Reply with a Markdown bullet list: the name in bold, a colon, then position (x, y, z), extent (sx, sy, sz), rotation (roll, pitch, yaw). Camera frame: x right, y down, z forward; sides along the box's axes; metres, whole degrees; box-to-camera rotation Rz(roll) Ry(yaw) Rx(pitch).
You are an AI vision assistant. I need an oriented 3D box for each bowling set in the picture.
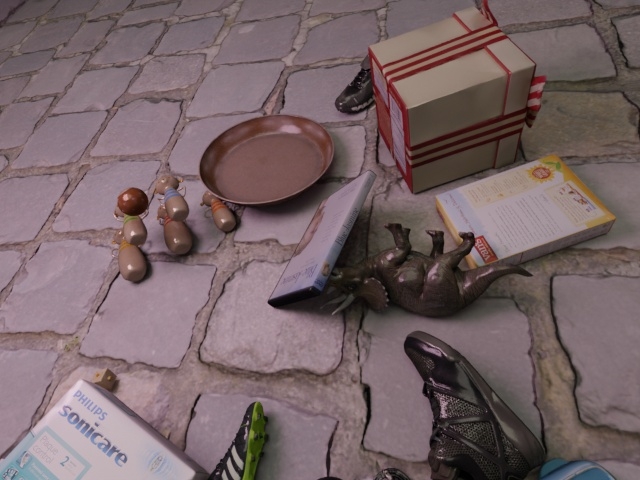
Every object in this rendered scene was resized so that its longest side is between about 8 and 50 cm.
- **bowling set**: position (-0.337, -0.070, 0.863), extent (0.286, 0.200, 0.154), rotation (-28, 52, -10)

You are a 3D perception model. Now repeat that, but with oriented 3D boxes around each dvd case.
- **dvd case**: position (0.000, 0.000, 0.748), extent (0.180, 0.022, 0.253), rotation (-26, 32, 57)

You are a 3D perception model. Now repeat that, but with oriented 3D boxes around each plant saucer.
- **plant saucer**: position (-0.121, -0.181, 0.950), extent (0.310, 0.050, 0.311), rotation (-4, 51, 5)

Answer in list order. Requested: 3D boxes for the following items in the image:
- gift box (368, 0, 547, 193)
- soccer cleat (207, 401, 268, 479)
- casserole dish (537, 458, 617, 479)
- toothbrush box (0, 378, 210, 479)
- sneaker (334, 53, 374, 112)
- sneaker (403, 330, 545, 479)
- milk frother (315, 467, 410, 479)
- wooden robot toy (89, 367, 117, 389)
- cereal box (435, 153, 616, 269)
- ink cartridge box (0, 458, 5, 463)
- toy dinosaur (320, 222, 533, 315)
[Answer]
- **gift box**: position (0.256, -0.277, 0.797), extent (0.257, 0.276, 0.255), rotation (-18, 58, 1)
- **soccer cleat**: position (-0.123, 0.325, 0.602), extent (0.072, 0.060, 0.179), rotation (-1, 58, 16)
- **casserole dish**: position (0.328, 0.335, 0.461), extent (0.114, 0.037, 0.188), rotation (-14, 49, -19)
- **toothbrush box**: position (-0.326, 0.374, 0.537), extent (0.216, 0.126, 0.296), rotation (32, 62, 13)
- **sneaker**: position (0.123, -0.410, 1.025), extent (0.234, 0.106, 0.078), rotation (-37, 53, -11)
- **sneaker**: position (0.169, 0.233, 0.568), extent (0.130, 0.087, 0.228), rotation (-30, 58, -15)
- **milk frother**: position (0.055, 0.337, 0.495), extent (0.129, 0.135, 0.143), rotation (42, 75, 2)
- **wooden robot toy**: position (-0.409, 0.303, 0.694), extent (0.078, 0.076, 0.174), rotation (-16, 52, 18)
- **cereal box**: position (0.351, -0.048, 0.742), extent (0.240, 0.047, 0.173), rotation (-19, 53, 2)
- **ink cartridge box**: position (-0.460, 0.434, 0.616), extent (0.104, 0.062, 0.182), rotation (-1, 56, 15)
- **toy dinosaur**: position (0.169, 0.059, 0.690), extent (0.313, 0.121, 0.161), rotation (8, 89, 9)
